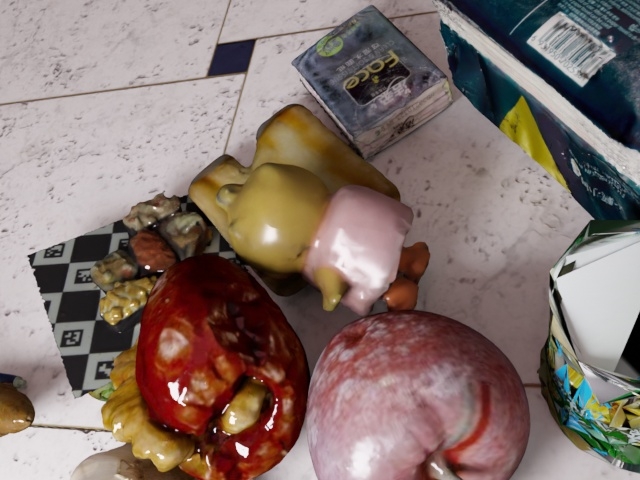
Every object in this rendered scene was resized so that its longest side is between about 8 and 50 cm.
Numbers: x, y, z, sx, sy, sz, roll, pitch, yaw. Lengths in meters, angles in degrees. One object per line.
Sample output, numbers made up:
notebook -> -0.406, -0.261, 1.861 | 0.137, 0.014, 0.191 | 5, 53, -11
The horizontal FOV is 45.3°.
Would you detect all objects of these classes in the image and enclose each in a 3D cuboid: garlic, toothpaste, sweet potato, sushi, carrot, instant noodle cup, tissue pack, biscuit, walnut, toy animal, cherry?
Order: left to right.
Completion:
sweet potato -> -0.510, 0.247, 1.103 | 0.342, 0.114, 0.092 | -5, 89, 26
toothpaste -> -0.482, 0.214, 1.167 | 0.083, 0.019, 0.027 | 0, 83, 24
carrot -> -0.311, 0.102, 1.142 | 0.078, 0.078, 0.298 | -20, 48, 9
garlic -> -0.225, 0.359, 0.895 | 0.199, 0.199, 0.226 | 43, 110, 37
sushi -> -0.267, 0.042, 1.110 | 0.292, 0.059, 0.294 | -25, 50, -18
walnut -> -0.145, 0.157, 0.929 | 0.244, 0.221, 0.269 | -33, 30, -4
biscuit -> -0.045, -0.069, 1.143 | 0.237, 0.062, 0.291 | -41, 53, -7
toy animal -> -0.001, -0.004, 0.965 | 0.281, 0.169, 0.195 | 17, 38, 10
tissue pack -> 0.076, -0.253, 1.208 | 0.173, 0.073, 0.235 | -33, 52, 1
cherry -> 0.100, 0.197, 0.817 | 0.236, 0.212, 0.285 | -24, 30, -17
tissue pack -> 0.357, -0.224, 0.956 | 0.264, 0.253, 0.416 | -35, 52, -1
instant noodle cup -> 0.337, 0.105, 0.796 | 0.240, 0.178, 0.240 | -11, 55, 15
